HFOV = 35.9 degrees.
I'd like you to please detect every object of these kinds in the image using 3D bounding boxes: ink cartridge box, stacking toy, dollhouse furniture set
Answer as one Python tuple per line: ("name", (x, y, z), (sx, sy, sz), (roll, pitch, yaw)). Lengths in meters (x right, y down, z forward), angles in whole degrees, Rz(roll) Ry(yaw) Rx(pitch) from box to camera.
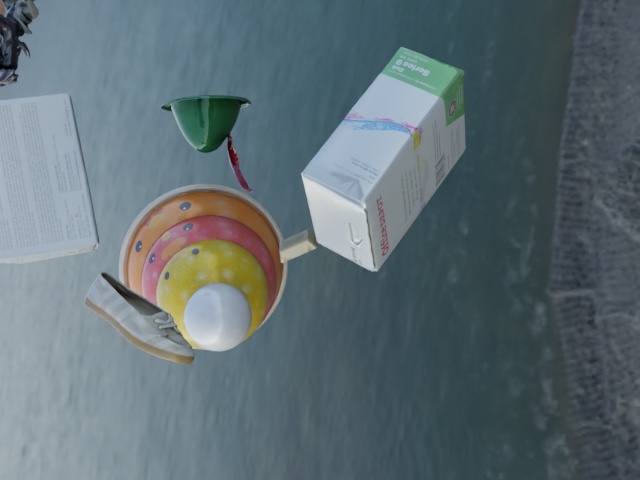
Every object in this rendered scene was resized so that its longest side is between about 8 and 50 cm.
("ink cartridge box", (0.079, -0.093, 1.151), (0.212, 0.093, 0.154), (-55, -24, -22))
("ink cartridge box", (-0.385, -0.064, 1.124), (0.066, 0.232, 0.189), (140, 119, -71))
("stacking toy", (-0.199, 0.090, 1.862), (0.480, 0.350, 0.351), (-140, 62, -74))
("dollhouse furniture set", (0.000, 0.000, 1.490), (0.114, 0.081, 0.091), (-24, 41, 21))

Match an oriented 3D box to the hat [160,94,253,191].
("hat", (-0.210, -0.171, 1.857), (0.208, 0.172, 0.184), (-2, -93, -89))

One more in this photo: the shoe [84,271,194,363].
("shoe", (-0.280, 0.121, 1.540), (0.219, 0.076, 0.058), (30, 101, 22))

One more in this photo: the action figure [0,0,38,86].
("action figure", (-0.415, -0.284, 1.220), (0.164, 0.141, 0.276), (0, 62, 47))
